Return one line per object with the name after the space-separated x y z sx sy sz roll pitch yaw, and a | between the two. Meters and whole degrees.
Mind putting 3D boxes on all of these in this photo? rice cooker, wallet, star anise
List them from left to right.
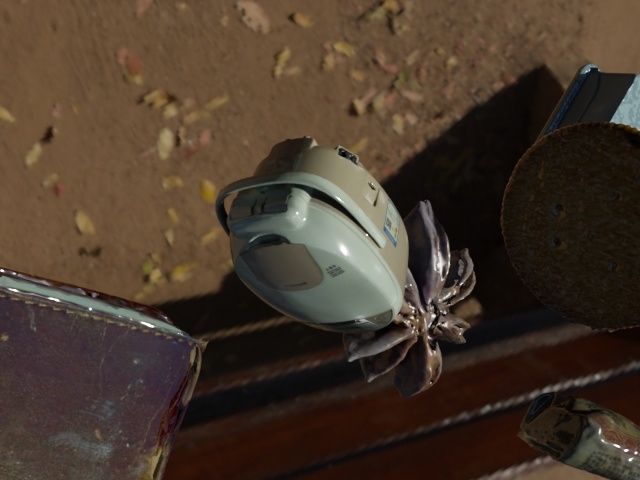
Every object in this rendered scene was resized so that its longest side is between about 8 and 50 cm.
-0.127 0.121 0.389 0.122 0.031 0.232 19 94 -32 | wallet
0.000 0.000 1.078 0.145 0.127 0.206 -9 133 32 | rice cooker
0.092 0.066 1.299 0.236 0.093 0.229 10 99 -41 | star anise

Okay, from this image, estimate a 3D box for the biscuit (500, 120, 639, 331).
0.389 -0.019 1.635 0.038 0.305 0.305 -24 148 -51 | biscuit

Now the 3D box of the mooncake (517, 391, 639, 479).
0.302 0.219 1.301 0.125 0.130 0.073 22 92 -21 | mooncake

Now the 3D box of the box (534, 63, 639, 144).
0.422 -0.143 1.777 0.162 0.130 0.227 45 67 -31 | box
